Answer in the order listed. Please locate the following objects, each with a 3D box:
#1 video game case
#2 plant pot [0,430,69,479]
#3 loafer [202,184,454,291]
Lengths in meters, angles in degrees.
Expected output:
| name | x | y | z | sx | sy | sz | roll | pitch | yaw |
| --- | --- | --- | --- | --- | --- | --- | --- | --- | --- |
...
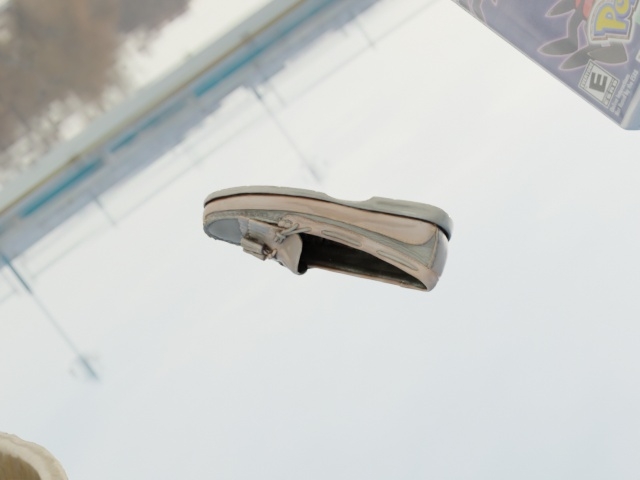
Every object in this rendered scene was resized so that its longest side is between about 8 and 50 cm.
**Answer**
| name | x | y | z | sx | sy | sz | roll | pitch | yaw |
| --- | --- | --- | --- | --- | --- | --- | --- | --- | --- |
| video game case | 0.164 | -0.196 | 1.028 | 0.023 | 0.183 | 0.201 | -4 | 126 | -41 |
| plant pot | -0.222 | 0.295 | 0.771 | 0.333 | 0.305 | 0.334 | -16 | -164 | 5 |
| loafer | 0.000 | 0.000 | 0.837 | 0.125 | 0.045 | 0.039 | 4 | -115 | 15 |
